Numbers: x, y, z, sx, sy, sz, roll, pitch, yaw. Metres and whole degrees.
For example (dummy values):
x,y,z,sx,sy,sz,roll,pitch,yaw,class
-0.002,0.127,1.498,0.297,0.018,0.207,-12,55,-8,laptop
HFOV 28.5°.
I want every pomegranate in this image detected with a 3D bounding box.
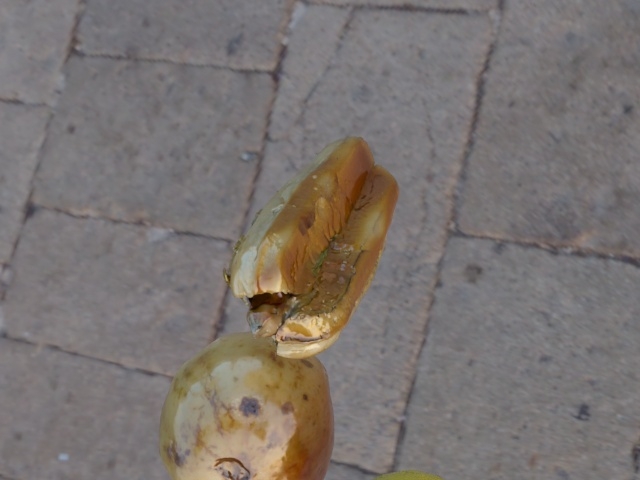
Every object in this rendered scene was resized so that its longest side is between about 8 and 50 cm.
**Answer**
x,y,z,sx,sy,sz,roll,pitch,yaw,class
-0.078,0.210,1.460,0.215,0.215,0.215,-8,73,27,pomegranate

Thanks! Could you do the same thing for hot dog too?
x,y,z,sx,sy,sz,roll,pitch,yaw,class
0.000,0.000,1.014,0.072,0.269,0.109,-29,106,32,hot dog

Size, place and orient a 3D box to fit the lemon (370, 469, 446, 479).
x,y,z,sx,sy,sz,roll,pitch,yaw,class
0.092,0.328,1.282,0.173,0.173,0.206,-15,39,25,lemon
